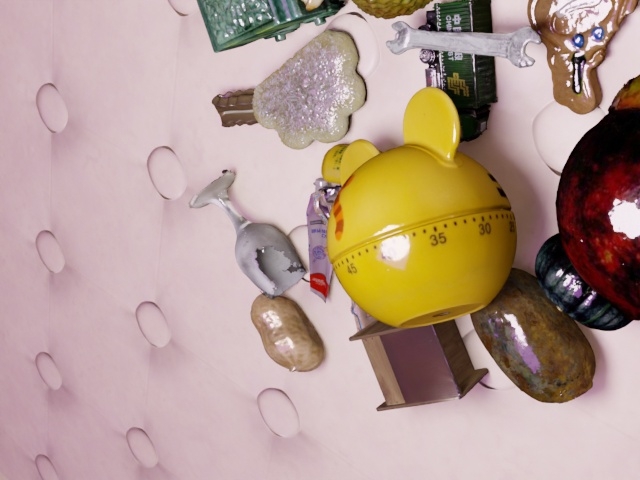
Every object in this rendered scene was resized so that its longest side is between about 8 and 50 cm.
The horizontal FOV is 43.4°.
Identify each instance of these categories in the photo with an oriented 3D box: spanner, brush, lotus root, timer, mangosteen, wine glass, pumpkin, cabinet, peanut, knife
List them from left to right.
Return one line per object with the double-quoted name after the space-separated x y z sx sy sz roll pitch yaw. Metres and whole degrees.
-0.170 -0.012 1.920 0.321 0.143 0.143 49 131 11 "wine glass"
-0.109 -0.302 1.810 0.301 0.071 0.084 1 124 31 "brush"
-0.086 0.226 1.947 0.224 0.129 0.129 53 132 13 "peanut"
0.067 0.048 1.792 0.043 0.089 0.365 -126 19 -78 "knife"
0.173 -0.047 1.452 0.376 0.376 0.386 -26 73 43 "timer"
0.208 0.240 1.696 0.215 0.148 0.174 -20 93 39 "cabinet"
0.243 -0.348 1.406 0.302 0.017 0.071 16 114 35 "spanner"
0.396 0.183 1.511 0.275 0.152 0.160 51 128 12 "lotus root"
0.460 0.070 1.384 0.202 0.202 0.140 41 111 20 "pumpkin"
0.556 -0.066 1.165 0.381 0.421 0.381 35 166 10 "mangosteen"

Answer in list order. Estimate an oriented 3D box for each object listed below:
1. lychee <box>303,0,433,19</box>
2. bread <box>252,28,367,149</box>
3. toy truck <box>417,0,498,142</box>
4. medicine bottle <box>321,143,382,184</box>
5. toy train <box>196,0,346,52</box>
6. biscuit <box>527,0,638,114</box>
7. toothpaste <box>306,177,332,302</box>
0.110 -0.511 1.381 0.270 0.320 0.270 51 166 18 "lychee"
-0.014 -0.299 1.697 0.286 0.056 0.207 -38 86 31 "bread"
0.252 -0.308 1.482 0.121 0.088 0.259 6 109 38 "toy truck"
0.127 -0.144 1.656 0.261 0.095 0.064 12 151 29 "medicine bottle"
-0.100 -0.485 1.603 0.299 0.238 0.166 -10 103 43 "toy train"
0.432 -0.371 1.337 0.183 0.047 0.319 18 119 37 "biscuit"
0.000 0.000 1.843 0.075 0.048 0.301 17 119 30 "toothpaste"
